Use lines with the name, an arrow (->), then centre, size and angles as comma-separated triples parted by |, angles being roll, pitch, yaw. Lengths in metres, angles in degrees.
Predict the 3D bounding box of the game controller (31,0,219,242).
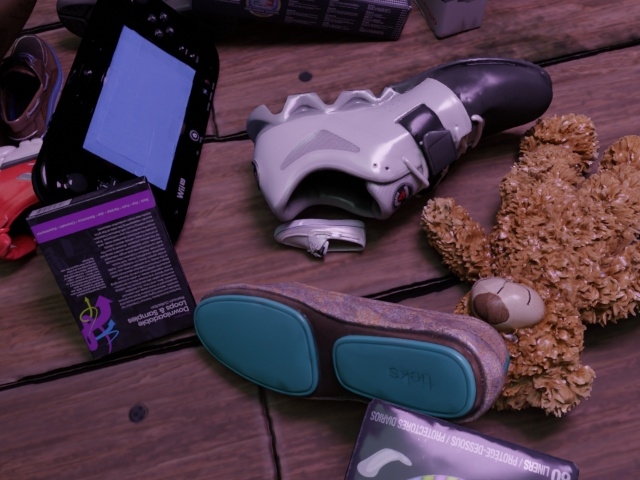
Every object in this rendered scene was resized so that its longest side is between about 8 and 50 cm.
game controller -> -0.205, -0.146, 0.751 | 0.166, 0.067, 0.319 | 23, 58, -28

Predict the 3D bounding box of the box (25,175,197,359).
box -> -0.199, 0.029, 0.660 | 0.116, 0.162, 0.029 | -18, 22, -5

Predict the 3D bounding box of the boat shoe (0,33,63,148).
boat shoe -> -0.364, -0.198, 0.832 | 0.066, 0.066, 0.183 | -15, 62, -3

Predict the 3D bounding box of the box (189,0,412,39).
box -> -0.026, -0.374, 0.858 | 0.269, 0.060, 0.216 | 5, 61, -11

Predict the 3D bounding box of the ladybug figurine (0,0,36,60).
ladybug figurine -> -0.465, -0.188, 0.685 | 0.162, 0.305, 0.449 | 41, 94, -18

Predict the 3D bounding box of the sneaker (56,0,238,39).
sneaker -> -0.225, -0.326, 0.879 | 0.227, 0.087, 0.130 | -6, 60, -2

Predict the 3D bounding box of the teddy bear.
teddy bear -> 0.227, -0.001, 0.654 | 0.338, 0.113, 0.245 | -39, 64, -15

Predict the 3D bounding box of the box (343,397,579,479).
box -> 0.075, 0.284, 0.500 | 0.165, 0.143, 0.270 | 14, 65, 13

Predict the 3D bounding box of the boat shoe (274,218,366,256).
boat shoe -> 0.000, 0.000, 0.717 | 0.100, 0.035, 0.035 | -1, 60, -3

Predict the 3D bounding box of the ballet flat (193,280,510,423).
ballet flat -> 0.024, 0.094, 0.617 | 0.315, 0.108, 0.106 | 10, 19, 34

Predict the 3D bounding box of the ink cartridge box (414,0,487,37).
ink cartridge box -> 0.161, -0.345, 0.817 | 0.063, 0.150, 0.109 | -17, 62, -8

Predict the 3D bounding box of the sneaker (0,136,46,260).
sneaker -> -0.368, -0.028, 0.727 | 0.278, 0.107, 0.118 | -19, 68, -4

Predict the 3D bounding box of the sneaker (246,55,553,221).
sneaker -> 0.092, -0.091, 0.708 | 0.330, 0.122, 0.146 | -13, 60, 4
